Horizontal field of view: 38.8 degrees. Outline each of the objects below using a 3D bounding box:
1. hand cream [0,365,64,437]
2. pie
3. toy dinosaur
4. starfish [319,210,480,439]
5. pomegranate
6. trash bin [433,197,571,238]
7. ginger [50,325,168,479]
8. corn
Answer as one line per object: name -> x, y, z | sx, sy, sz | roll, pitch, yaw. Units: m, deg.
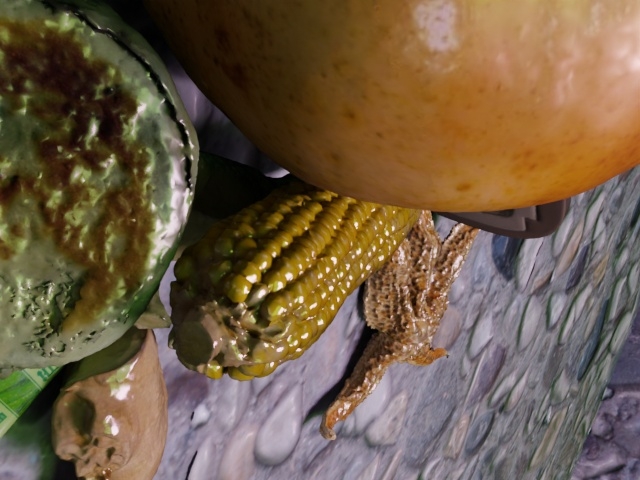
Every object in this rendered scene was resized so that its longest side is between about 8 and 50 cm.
hand cream -> -0.205, 0.078, 0.616 | 0.175, 0.046, 0.095 | -53, 150, -23
pie -> -0.184, -0.032, 0.495 | 0.241, 0.054, 0.240 | -4, 106, -15
toy dinosaur -> -0.081, -0.067, 0.701 | 0.447, 0.087, 0.300 | 38, 46, -41
starfish -> 0.121, 0.062, 1.075 | 0.301, 0.084, 0.293 | -13, 122, -49
pomegranate -> 0.078, -0.224, 0.548 | 0.417, 0.417, 0.416 | -35, 137, -41
trash bin -> 0.174, -0.173, 0.881 | 0.250, 0.219, 0.220 | -58, 150, -27
ginger -> -0.156, 0.153, 0.703 | 0.137, 0.074, 0.213 | -57, 155, -53
corn -> 0.000, 0.000, 0.627 | 0.320, 0.097, 0.097 | -38, 140, -58
